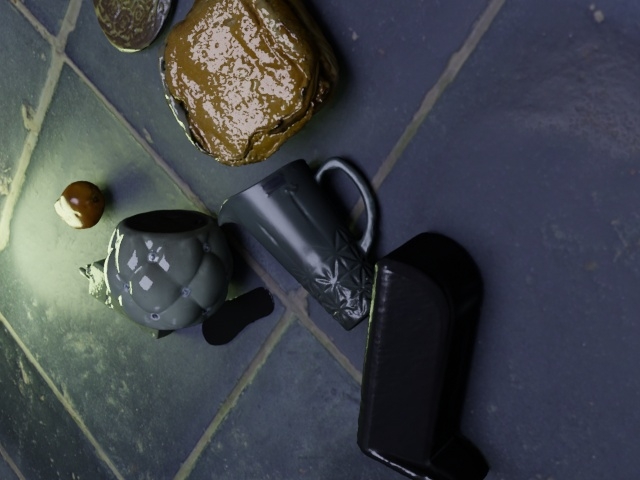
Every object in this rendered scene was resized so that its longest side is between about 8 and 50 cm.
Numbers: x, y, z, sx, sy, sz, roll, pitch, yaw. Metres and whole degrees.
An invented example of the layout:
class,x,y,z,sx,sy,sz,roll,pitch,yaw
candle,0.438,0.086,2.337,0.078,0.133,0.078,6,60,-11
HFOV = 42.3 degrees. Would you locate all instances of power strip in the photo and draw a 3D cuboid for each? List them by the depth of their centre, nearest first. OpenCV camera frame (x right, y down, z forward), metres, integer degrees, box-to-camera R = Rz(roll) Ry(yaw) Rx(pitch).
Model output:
class,x,y,z,sx,sy,sz,roll,pitch,yaw
power strip,-0.436,0.115,1.831,0.288,0.053,0.093,28,120,30

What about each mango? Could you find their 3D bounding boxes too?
class,x,y,z,sx,sy,sz,roll,pitch,yaw
mango,-0.530,-0.077,1.835,0.105,0.084,0.159,57,152,-10

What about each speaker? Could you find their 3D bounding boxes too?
class,x,y,z,sx,sy,sz,roll,pitch,yaw
speaker,0.182,0.200,1.296,0.184,0.180,0.388,15,113,27

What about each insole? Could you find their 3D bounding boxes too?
class,x,y,z,sx,sy,sz,roll,pitch,yaw
insole,-0.171,0.151,1.664,0.232,0.003,0.080,-33,82,39

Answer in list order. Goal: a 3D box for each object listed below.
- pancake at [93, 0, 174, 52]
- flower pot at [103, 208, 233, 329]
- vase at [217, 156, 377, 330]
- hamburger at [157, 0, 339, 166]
class,x,y,z,sx,sy,sz,roll,pitch,yaw
pancake,-0.373,-0.490,1.616,0.250,0.031,0.250,11,109,36
flower pot,-0.287,0.054,1.577,0.246,0.246,0.195,13,111,35
vase,0.000,0.000,1.406,0.251,0.156,0.301,-40,82,12
hamburger,-0.124,-0.276,1.383,0.319,0.158,0.318,5,101,29
